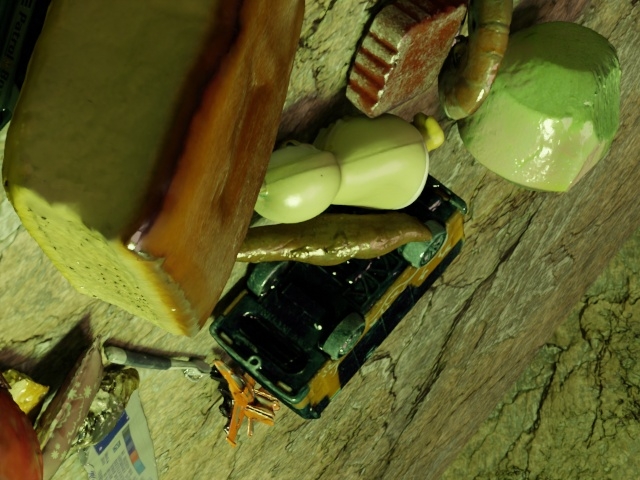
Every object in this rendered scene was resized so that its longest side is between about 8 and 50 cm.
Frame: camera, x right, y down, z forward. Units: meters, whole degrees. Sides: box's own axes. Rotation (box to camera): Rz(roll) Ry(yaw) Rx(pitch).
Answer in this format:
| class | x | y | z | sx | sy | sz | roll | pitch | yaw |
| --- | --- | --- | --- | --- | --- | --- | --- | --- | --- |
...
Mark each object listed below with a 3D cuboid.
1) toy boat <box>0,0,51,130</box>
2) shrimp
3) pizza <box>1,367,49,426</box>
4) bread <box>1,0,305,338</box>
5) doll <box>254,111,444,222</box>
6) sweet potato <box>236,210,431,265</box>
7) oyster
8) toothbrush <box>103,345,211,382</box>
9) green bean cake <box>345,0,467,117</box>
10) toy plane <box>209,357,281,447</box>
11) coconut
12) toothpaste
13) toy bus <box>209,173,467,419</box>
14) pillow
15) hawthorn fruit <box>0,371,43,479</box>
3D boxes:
| class | x | y | z | sx | sy | sz | roll | pitch | yaw |
| --- | --- | --- | --- | --- | --- | --- | --- | --- | --- |
| toy boat | -0.215 | -0.170 | 1.151 | 0.093 | 0.103 | 0.246 | -66 | 179 | -62 |
| shrimp | 0.177 | -0.262 | 1.849 | 0.143 | 0.052 | 0.251 | 19 | -88 | 66 |
| pizza | -0.325 | 0.169 | 1.625 | 0.099 | 0.036 | 0.160 | -50 | 162 | 0 |
| bread | -0.110 | -0.114 | 1.214 | 0.333 | 0.143 | 0.323 | 81 | 25 | -77 |
| doll | 0.019 | -0.085 | 1.812 | 0.141 | 0.117 | 0.296 | -15 | 175 | 43 |
| sweet potato | 0.000 | 0.000 | 1.864 | 0.274 | 0.067 | 0.067 | -6 | 144 | -15 |
| oyster | -0.254 | 0.197 | 1.813 | 0.148 | 0.051 | 0.103 | -55 | 170 | -18 |
| toothbrush | -0.191 | 0.144 | 1.897 | 0.026 | 0.024 | 0.288 | -38 | 163 | 9 |
| green bean cake | 0.093 | -0.213 | 1.805 | 0.135 | 0.056 | 0.135 | -33 | 154 | -46 |
| toy plane | -0.113 | 0.191 | 2.105 | 0.188 | 0.062 | 0.135 | 46 | 54 | -50 |
| coconut | 0.289 | -0.164 | 2.117 | 0.205 | 0.236 | 0.236 | 0 | 138 | -20 |
| toothpaste | -0.242 | 0.282 | 1.987 | 0.282 | 0.069 | 0.099 | 84 | 10 | -55 |
| toy bus | 0.028 | 0.055 | 2.008 | 0.323 | 0.162 | 0.194 | -49 | 164 | -9 |
| pillow | -0.269 | 0.189 | 1.692 | 0.185 | 0.043 | 0.118 | -62 | 177 | -22 |
| hawthorn fruit | -0.343 | 0.172 | 1.292 | 0.276 | 0.276 | 0.307 | 69 | 37 | -68 |
